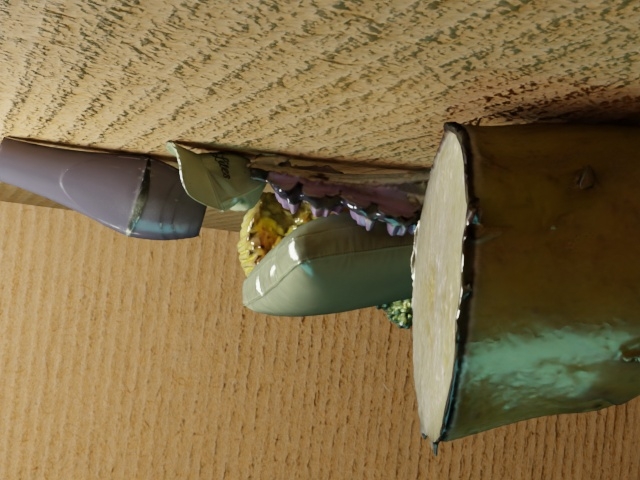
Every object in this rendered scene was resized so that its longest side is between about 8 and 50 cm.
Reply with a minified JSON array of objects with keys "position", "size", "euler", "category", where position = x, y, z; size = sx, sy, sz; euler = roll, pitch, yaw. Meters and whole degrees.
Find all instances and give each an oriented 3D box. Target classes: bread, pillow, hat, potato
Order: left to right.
[{"position":[-0.137,-0.092,1.335],"size":[0.166,0.081,0.122],"euler":[30,-160,-44],"category":"hat"},{"position":[0.000,0.000,1.588],"size":[0.250,0.178,0.133],"euler":[0,178,-14],"category":"bread"},{"position":[0.068,0.028,1.409],"size":[0.322,0.119,0.255],"euler":[-6,164,-25],"category":"pillow"},{"position":[0.241,0.048,0.913],"size":[0.296,0.289,0.397],"euler":[3,155,2],"category":"potato"}]

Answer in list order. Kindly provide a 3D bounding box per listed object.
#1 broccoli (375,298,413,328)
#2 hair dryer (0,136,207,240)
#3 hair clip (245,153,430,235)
[{"position":[0.182,0.014,1.765],"size":[0.247,0.263,0.243],"euler":[-36,-179,-44],"category":"broccoli"},{"position":[-0.332,-0.084,1.573],"size":[0.301,0.121,0.361],"euler":[16,180,-10],"category":"hair dryer"},{"position":[0.046,-0.065,1.283],"size":[0.292,0.084,0.106],"euler":[8,-142,9],"category":"hair clip"}]
